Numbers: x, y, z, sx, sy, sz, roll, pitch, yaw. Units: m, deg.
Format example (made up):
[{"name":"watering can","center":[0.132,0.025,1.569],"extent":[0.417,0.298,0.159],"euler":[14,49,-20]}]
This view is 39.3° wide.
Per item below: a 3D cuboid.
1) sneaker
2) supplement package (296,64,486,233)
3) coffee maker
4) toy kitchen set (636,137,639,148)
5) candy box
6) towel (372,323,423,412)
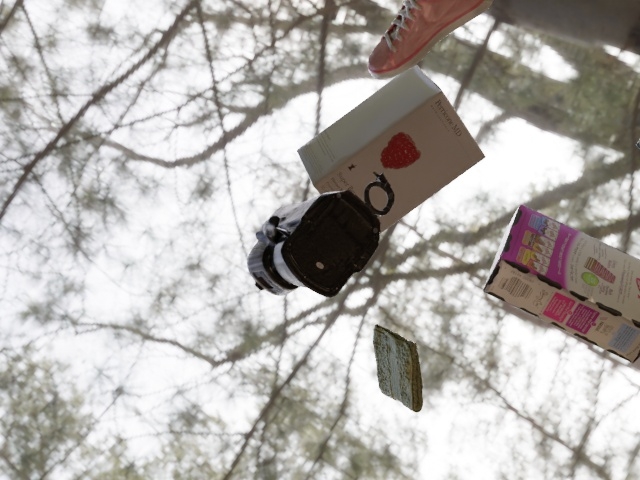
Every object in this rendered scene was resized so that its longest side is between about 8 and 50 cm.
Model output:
[{"name":"sneaker","center":[0.086,-0.209,0.818],"extent":[0.134,0.051,0.070],"euler":[-34,-48,18]},{"name":"supplement package","center":[0.132,-0.167,1.729],"extent":[0.293,0.175,0.177],"euler":[-36,-60,7]},{"name":"coffee maker","center":[0.000,0.000,1.186],"extent":[0.171,0.178,0.120],"euler":[-26,-84,-21]},{"name":"toy kitchen set","center":[0.568,-0.067,1.493],"extent":[0.207,0.166,0.122],"euler":[-54,5,-29]},{"name":"candy box","center":[0.368,0.058,1.300],"extent":[0.159,0.233,0.071],"euler":[-55,-12,-50]},{"name":"towel","center":[0.135,0.225,1.585],"extent":[0.027,0.110,0.148],"euler":[-24,-62,-32]}]
